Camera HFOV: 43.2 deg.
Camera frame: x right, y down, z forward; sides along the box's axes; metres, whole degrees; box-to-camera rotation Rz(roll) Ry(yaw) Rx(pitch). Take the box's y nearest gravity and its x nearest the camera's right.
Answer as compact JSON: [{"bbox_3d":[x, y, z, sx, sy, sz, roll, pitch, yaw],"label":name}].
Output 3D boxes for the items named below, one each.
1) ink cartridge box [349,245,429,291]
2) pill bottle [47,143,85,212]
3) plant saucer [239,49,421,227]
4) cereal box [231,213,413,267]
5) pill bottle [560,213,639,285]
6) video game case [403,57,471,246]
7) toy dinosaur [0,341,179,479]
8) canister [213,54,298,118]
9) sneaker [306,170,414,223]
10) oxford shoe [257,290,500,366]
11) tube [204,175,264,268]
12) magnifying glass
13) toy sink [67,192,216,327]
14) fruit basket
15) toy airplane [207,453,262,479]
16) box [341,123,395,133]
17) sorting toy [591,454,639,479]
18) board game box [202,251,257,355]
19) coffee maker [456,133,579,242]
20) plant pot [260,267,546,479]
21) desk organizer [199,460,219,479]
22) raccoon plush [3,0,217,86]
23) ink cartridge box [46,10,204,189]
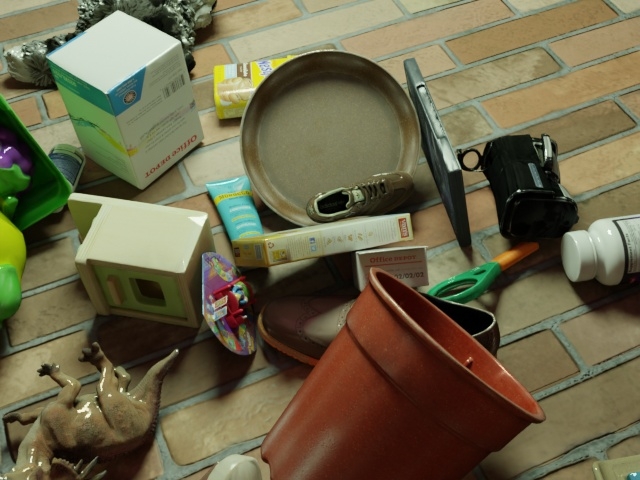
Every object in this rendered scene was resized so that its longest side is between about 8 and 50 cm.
[{"bbox_3d":[0.104,0.042,1.227,0.104,0.181,0.061,-6,90,-1],"label":"ink cartridge box"},{"bbox_3d":[-0.468,-0.110,1.444,0.067,0.067,0.120,3,51,5],"label":"pill bottle"},{"bbox_3d":[0.016,-0.170,1.397,0.310,0.050,0.310,0,89,-2],"label":"plant saucer"},{"bbox_3d":[0.000,0.000,1.252,0.240,0.173,0.047,-9,92,-21],"label":"cereal box"},{"bbox_3d":[0.488,0.014,1.278,0.193,0.108,0.108,-7,51,-3],"label":"pill bottle"},{"bbox_3d":[0.198,-0.151,1.368,0.026,0.196,0.274,-17,51,3],"label":"video game case"},{"bbox_3d":[-0.310,0.265,1.105,0.296,0.127,0.200,-21,59,-29],"label":"toy dinosaur"},{"bbox_3d":[-0.120,-0.299,1.581,0.170,0.073,0.126,-7,51,-1],"label":"canister"},{"bbox_3d":[0.069,-0.068,1.337,0.188,0.071,0.066,-19,91,0],"label":"sneaker"},{"bbox_3d":[0.083,0.116,1.194,0.364,0.133,0.130,5,52,7],"label":"oxford shoe"},{"bbox_3d":[-0.138,-0.040,1.391,0.080,0.052,0.207,-7,44,-18],"label":"tube"},{"bbox_3d":[0.262,0.053,1.288,0.231,0.026,0.092,-29,13,-28],"label":"magnifying glass"},{"bbox_3d":[-0.294,0.035,1.265,0.234,0.153,0.131,9,52,9],"label":"toy sink"},{"bbox_3d":[-0.587,-0.038,1.256,0.392,0.283,0.392,-16,41,14],"label":"fruit basket"},{"bbox_3d":[-0.049,0.448,0.768,0.272,0.386,0.384,-2,50,16],"label":"toy airplane"},{"bbox_3d":[0.082,-0.208,1.488,0.102,0.087,0.101,-5,50,-1],"label":"box"},{"bbox_3d":[0.498,0.400,1.005,0.229,0.041,0.307,-7,51,-4],"label":"sorting toy"},{"bbox_3d":[-0.126,0.090,1.225,0.033,0.133,0.168,-25,47,21],"label":"board game box"},{"bbox_3d":[0.328,-0.085,1.354,0.171,0.120,0.178,-13,37,13],"label":"coffee maker"},{"bbox_3d":[0.084,0.221,0.997,0.265,0.272,0.272,-51,59,9],"label":"plant pot"},{"bbox_3d":[-0.158,0.360,1.062,0.050,0.047,0.130,30,58,27],"label":"desk organizer"},{"bbox_3d":[-0.415,-0.488,1.676,0.446,0.216,0.299,1,43,3],"label":"raccoon plush"},{"bbox_3d":[-0.342,-0.248,1.446,0.168,0.232,0.171,31,58,27],"label":"ink cartridge box"}]
